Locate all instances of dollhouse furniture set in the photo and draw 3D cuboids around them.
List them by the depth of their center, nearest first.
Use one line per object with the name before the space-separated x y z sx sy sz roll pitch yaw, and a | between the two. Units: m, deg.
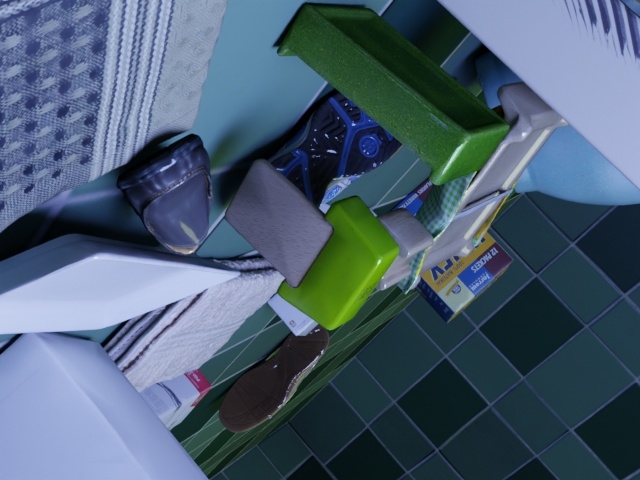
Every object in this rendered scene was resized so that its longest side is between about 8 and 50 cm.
dollhouse furniture set | 0.072 -0.073 0.700 0.302 0.151 0.197 -21 149 -56

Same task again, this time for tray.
tray | -0.167 0.033 0.604 0.145 0.030 0.270 -22 171 10

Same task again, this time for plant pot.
plant pot | 0.300 -0.165 0.960 0.196 0.292 0.293 -18 174 15

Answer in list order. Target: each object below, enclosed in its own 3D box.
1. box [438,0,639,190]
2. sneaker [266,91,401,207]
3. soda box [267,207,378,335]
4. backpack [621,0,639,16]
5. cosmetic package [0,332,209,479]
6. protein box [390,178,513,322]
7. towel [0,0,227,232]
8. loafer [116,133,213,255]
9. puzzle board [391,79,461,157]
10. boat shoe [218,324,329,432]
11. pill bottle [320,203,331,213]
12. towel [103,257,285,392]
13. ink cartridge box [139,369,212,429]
box | 0.221 -0.151 0.660 0.094 0.275 0.113 -49 170 25
sneaker | -0.004 -0.076 0.749 0.211 0.080 0.081 -37 -170 -19
soda box | 0.024 0.051 1.254 0.216 0.074 0.069 -43 168 2
backpack | 0.367 -0.320 0.653 0.290 0.273 0.355 -36 141 -40
cosmetic package | -0.181 0.285 0.681 0.217 0.385 0.156 -44 170 -4
protein box | 0.213 0.023 1.446 0.136 0.201 0.200 -41 168 -4
towel | -0.147 -0.090 0.290 0.312 0.056 0.324 -37 166 -34
loafer | -0.092 -0.026 0.532 0.062 0.061 0.170 -31 -178 -9
puzzle board | 0.109 -0.148 0.969 0.128 0.011 0.096 -47 166 21
boat shoe | -0.087 0.288 1.676 0.285 0.104 0.089 -41 166 -5
pill bottle | 0.000 0.000 0.982 0.078 0.078 0.137 -41 169 -3
towel | -0.141 0.094 0.941 0.187 0.049 0.282 -44 168 13
ink cartridge box | -0.232 0.236 1.136 0.099 0.056 0.135 -49 167 28
